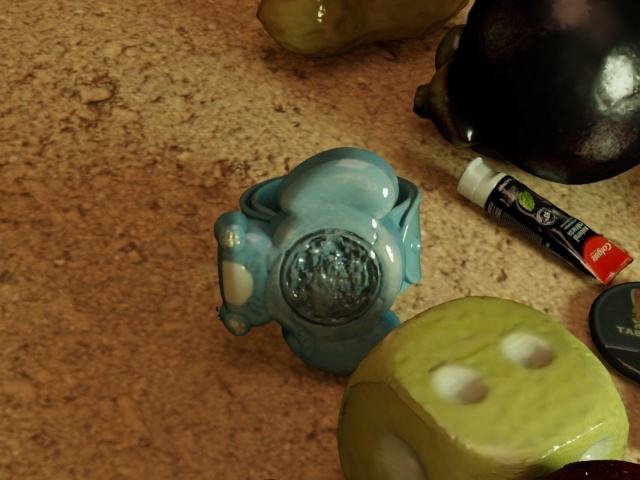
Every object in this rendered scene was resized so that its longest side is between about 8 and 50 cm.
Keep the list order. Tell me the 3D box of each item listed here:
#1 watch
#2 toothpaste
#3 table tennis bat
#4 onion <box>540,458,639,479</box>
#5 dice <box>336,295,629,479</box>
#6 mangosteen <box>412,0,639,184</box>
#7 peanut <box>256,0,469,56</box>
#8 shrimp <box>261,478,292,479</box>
[{"bbox_3d":[0.000,0.000,1.257,0.211,0.211,0.193,8,19,-2],"label":"watch"},{"bbox_3d":[0.234,-0.020,1.416,0.193,0.045,0.071,35,39,20],"label":"toothpaste"},{"bbox_3d":[0.329,0.118,1.288,0.150,0.027,0.236,11,38,1],"label":"table tennis bat"},{"bbox_3d":[0.202,0.275,0.955,0.252,0.219,0.252,11,70,-32],"label":"onion"},{"bbox_3d":[0.127,0.158,1.085,0.169,0.166,0.169,-21,49,-32],"label":"dice"},{"bbox_3d":[0.238,-0.181,1.470,0.302,0.275,0.275,-13,29,31],"label":"mangosteen"},{"bbox_3d":[0.069,-0.302,1.636,0.319,0.147,0.147,-20,49,-35],"label":"peanut"},{"bbox_3d":[0.013,0.290,0.982,0.168,0.077,0.317,-8,40,-24],"label":"shrimp"}]
